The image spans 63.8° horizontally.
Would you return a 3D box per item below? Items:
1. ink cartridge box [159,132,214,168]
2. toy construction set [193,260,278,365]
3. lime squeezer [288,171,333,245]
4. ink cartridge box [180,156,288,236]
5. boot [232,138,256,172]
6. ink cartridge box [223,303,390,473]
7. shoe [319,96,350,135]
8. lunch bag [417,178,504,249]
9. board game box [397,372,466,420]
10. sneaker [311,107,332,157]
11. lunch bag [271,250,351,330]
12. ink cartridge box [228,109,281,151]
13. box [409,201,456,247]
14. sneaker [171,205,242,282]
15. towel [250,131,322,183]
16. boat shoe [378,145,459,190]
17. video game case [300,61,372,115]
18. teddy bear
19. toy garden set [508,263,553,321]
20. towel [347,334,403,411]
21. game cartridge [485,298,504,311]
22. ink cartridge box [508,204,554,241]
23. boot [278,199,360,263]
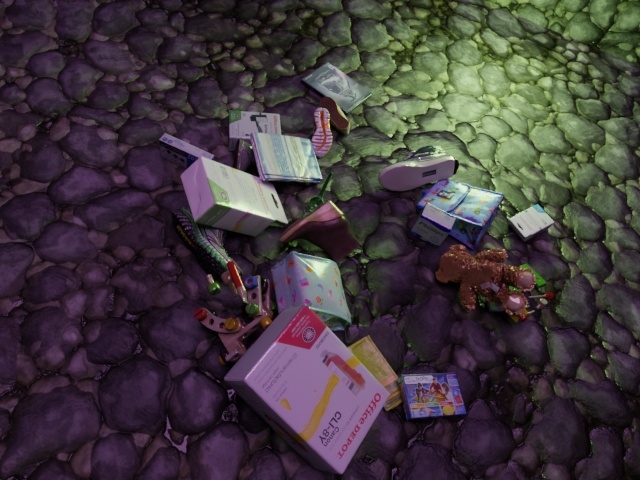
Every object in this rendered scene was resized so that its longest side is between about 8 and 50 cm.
[{"bbox_3d":[-0.502,-0.318,1.936,0.207,0.097,0.046,24,56,4],"label":"ink cartridge box"},{"bbox_3d":[-0.228,0.236,1.516,0.258,0.308,0.237,-20,59,-14],"label":"toy construction set"},{"bbox_3d":[-0.030,-0.107,1.913,0.059,0.110,0.310,32,86,-11],"label":"lime squeezer"},{"bbox_3d":[-0.292,-0.138,1.798,0.354,0.119,0.207,15,45,-51],"label":"ink cartridge box"},{"bbox_3d":[-0.231,-0.295,2.004,0.209,0.076,0.189,13,80,-25],"label":"boot"},{"bbox_3d":[-0.028,0.413,1.447,0.384,0.160,0.279,48,58,-12],"label":"ink cartridge box"},{"bbox_3d":[0.063,-0.541,2.240,0.077,0.058,0.219,-33,62,5],"label":"shoe"},{"bbox_3d":[0.540,-0.134,2.057,0.293,0.138,0.221,28,53,22],"label":"lunch bag"},{"bbox_3d":[0.353,0.492,1.630,0.202,0.035,0.136,4,57,-20],"label":"board game box"},{"bbox_3d":[0.006,-0.442,2.147,0.084,0.083,0.214,5,75,-4],"label":"sneaker"},{"bbox_3d":[-0.016,0.177,1.689,0.262,0.160,0.223,18,47,-43],"label":"lunch bag"},{"bbox_3d":[-0.266,-0.436,2.072,0.209,0.086,0.152,0,58,-14],"label":"ink cartridge box"},{"bbox_3d":[0.425,-0.056,1.954,0.126,0.137,0.072,28,57,5],"label":"box"},{"bbox_3d":[-0.363,-0.001,1.743,0.146,0.134,0.343,-28,67,-28],"label":"sneaker"},{"bbox_3d":[-0.131,-0.315,1.986,0.285,0.034,0.209,-2,68,-38],"label":"towel"},{"bbox_3d":[0.385,-0.305,2.135,0.341,0.127,0.158,-9,36,-11],"label":"boat shoe"},{"bbox_3d":[0.075,-0.700,2.358,0.274,0.026,0.196,38,58,13],"label":"video game case"},{"bbox_3d":[0.589,0.137,1.833,0.338,0.113,0.244,2,87,34],"label":"teddy bear"},{"bbox_3d":[0.738,0.199,1.898,0.245,0.049,0.203,-14,48,-26],"label":"toy garden set"},{"bbox_3d":[0.185,0.425,1.660,0.102,0.021,0.237,-24,66,-26],"label":"towel"},{"bbox_3d":[0.653,0.236,1.892,0.084,0.017,0.055,-3,55,-15],"label":"game cartridge"},{"bbox_3d":[0.850,-0.066,2.104,0.180,0.060,0.104,-23,66,-25],"label":"ink cartridge box"},{"bbox_3d":[0.000,0.000,1.826,0.249,0.090,0.206,-35,101,-10],"label":"boot"}]
